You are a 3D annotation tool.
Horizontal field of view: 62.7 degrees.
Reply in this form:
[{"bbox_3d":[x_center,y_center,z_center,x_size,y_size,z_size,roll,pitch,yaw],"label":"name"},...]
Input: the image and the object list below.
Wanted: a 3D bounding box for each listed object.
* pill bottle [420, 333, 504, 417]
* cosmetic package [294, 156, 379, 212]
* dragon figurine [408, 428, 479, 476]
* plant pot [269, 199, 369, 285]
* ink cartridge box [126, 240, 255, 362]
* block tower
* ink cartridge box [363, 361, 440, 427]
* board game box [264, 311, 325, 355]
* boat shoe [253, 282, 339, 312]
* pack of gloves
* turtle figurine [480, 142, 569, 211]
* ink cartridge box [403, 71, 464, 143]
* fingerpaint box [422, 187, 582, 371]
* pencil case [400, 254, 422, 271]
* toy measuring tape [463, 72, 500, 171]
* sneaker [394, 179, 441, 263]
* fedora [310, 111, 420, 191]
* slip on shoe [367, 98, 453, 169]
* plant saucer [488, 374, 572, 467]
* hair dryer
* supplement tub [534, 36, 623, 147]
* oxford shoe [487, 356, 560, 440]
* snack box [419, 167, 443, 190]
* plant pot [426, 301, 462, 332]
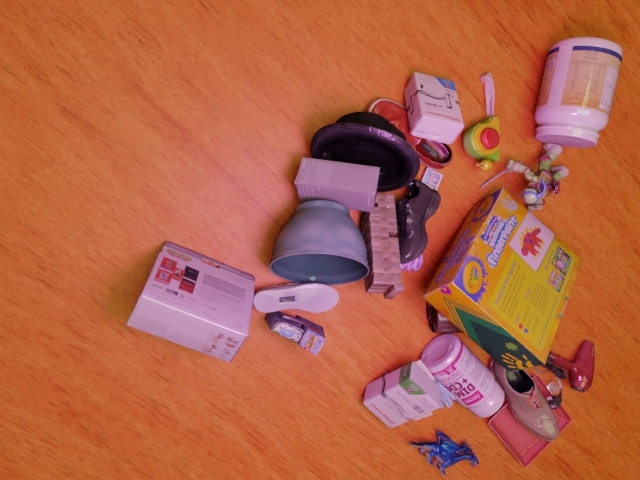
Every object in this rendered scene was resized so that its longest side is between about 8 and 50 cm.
[{"bbox_3d":[0.488,0.464,1.793,0.283,0.160,0.160,45,84,-15],"label":"pill bottle"},{"bbox_3d":[0.054,-0.166,1.578,0.238,0.127,0.107,11,67,10],"label":"cosmetic package"},{"bbox_3d":[0.428,0.725,1.846,0.289,0.085,0.144,41,85,-16],"label":"dragon figurine"},{"bbox_3d":[0.000,0.000,1.577,0.293,0.293,0.196,9,67,-15],"label":"plant pot"},{"bbox_3d":[-0.360,0.172,1.535,0.309,0.272,0.130,25,120,-15],"label":"ink cartridge box"},{"bbox_3d":[0.183,0.006,1.620,0.097,0.091,0.335,3,65,-14],"label":"block tower"},{"bbox_3d":[0.267,0.511,1.728,0.208,0.087,0.153,-36,107,31],"label":"ink cartridge box"},{"bbox_3d":[-0.063,0.278,1.613,0.194,0.194,0.060,28,89,-16],"label":"board game box"},{"bbox_3d":[-0.080,0.177,1.652,0.267,0.088,0.096,-7,102,-8],"label":"boat shoe"},{"bbox_3d":[0.330,0.499,1.786,0.195,0.046,0.232,-33,108,31],"label":"pack of gloves"},{"bbox_3d":[0.714,-0.205,1.809,0.198,0.274,0.266,46,62,7],"label":"turtle figurine"},{"bbox_3d":[0.353,-0.415,1.647,0.148,0.086,0.203,9,55,-16],"label":"ink cartridge box"},{"bbox_3d":[0.582,0.118,1.660,0.371,0.163,0.445,40,57,-5],"label":"fingerpaint box"},{"bbox_3d":[0.232,0.048,1.725,0.206,0.088,0.086,12,130,-15],"label":"pencil case"},{"bbox_3d":[0.527,-0.392,1.738,0.121,0.121,0.330,-3,89,-14],"label":"toy measuring tape"},{"bbox_3d":[0.278,-0.063,1.651,0.130,0.109,0.286,35,62,-31],"label":"sneaker"},{"bbox_3d":[0.143,-0.289,1.595,0.334,0.334,0.152,24,60,-16],"label":"fedora"},{"bbox_3d":[0.295,-0.342,1.685,0.331,0.101,0.123,34,89,-14],"label":"slip on shoe"},{"bbox_3d":[0.768,0.662,1.947,0.259,0.048,0.258,-42,104,-7],"label":"plant saucer"},{"bbox_3d":[0.916,0.461,1.926,0.293,0.080,0.223,-27,98,-25],"label":"hair dryer"},{"bbox_3d":[0.846,-0.483,1.744,0.228,0.228,0.316,10,94,-15],"label":"supplement tub"},{"bbox_3d":[0.718,0.555,1.829,0.123,0.130,0.348,-38,84,-6],"label":"oxford shoe"},{"bbox_3d":[0.347,-0.151,1.760,0.064,0.022,0.178,23,90,-15],"label":"snack box"},{"bbox_3d":[0.453,0.242,1.766,0.165,0.167,0.167,-5,97,-7],"label":"plant pot"}]
